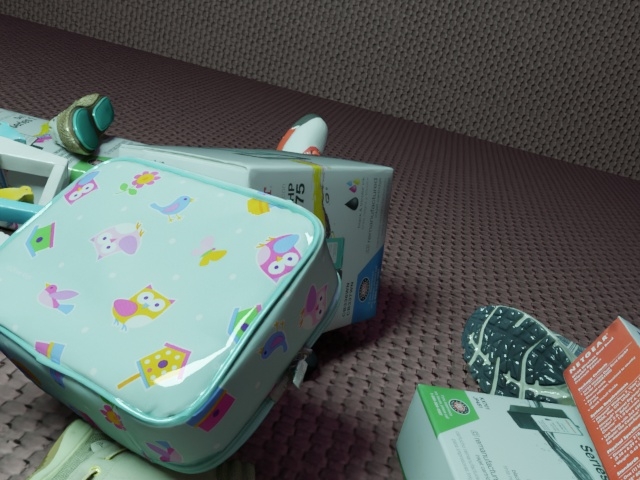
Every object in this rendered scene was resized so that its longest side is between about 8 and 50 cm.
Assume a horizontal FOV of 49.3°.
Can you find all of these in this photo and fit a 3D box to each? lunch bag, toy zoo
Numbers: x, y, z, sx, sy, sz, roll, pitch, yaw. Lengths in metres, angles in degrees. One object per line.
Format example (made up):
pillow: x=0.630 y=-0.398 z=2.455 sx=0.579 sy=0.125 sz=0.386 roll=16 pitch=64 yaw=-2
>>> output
lunch bag: x=-0.127 y=0.042 z=0.573 sx=0.279 sy=0.108 sz=0.224 roll=20 pitch=55 yaw=29
toy zoo: x=-0.425 y=-0.041 z=0.835 sx=0.192 sy=0.030 sz=0.293 roll=10 pitch=47 yaw=-10

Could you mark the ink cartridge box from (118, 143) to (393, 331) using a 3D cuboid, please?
ink cartridge box: x=-0.075 y=-0.003 z=0.818 sx=0.197 sy=0.198 sz=0.270 roll=13 pitch=13 yaw=35

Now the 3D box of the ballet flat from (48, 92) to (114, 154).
ballet flat: x=-0.352 y=-0.163 z=1.009 sx=0.067 sy=0.073 sz=0.206 roll=-13 pitch=19 yaw=2

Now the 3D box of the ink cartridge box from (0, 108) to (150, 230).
ink cartridge box: x=-0.414 y=-0.099 z=1.039 sx=0.278 sy=0.117 sz=0.201 roll=14 pitch=21 yaw=-2

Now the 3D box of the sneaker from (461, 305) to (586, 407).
sneaker: x=0.300 y=0.174 z=0.846 sx=0.283 sy=0.110 sz=0.122 roll=32 pitch=9 yaw=34

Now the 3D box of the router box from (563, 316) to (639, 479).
router box: x=0.378 y=0.242 z=0.545 sx=0.335 sy=0.082 sz=0.301 roll=35 pitch=19 yaw=-6

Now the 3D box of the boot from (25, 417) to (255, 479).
boot: x=-0.127 y=0.209 z=0.485 sx=0.165 sy=0.077 sz=0.213 roll=14 pitch=16 yaw=-3

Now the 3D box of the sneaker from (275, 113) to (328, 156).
sneaker: x=-0.020 y=-0.070 z=1.060 sx=0.145 sy=0.270 sz=0.090 roll=18 pitch=-25 yaw=33

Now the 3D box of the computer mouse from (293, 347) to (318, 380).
computer mouse: x=-0.119 y=0.112 z=0.790 sx=0.242 sy=0.041 sz=0.071 roll=10 pitch=22 yaw=-7

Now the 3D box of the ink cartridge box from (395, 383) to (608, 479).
ink cartridge box: x=0.191 y=0.220 z=0.639 sx=0.208 sy=0.087 sz=0.153 roll=10 pitch=22 yaw=-12
